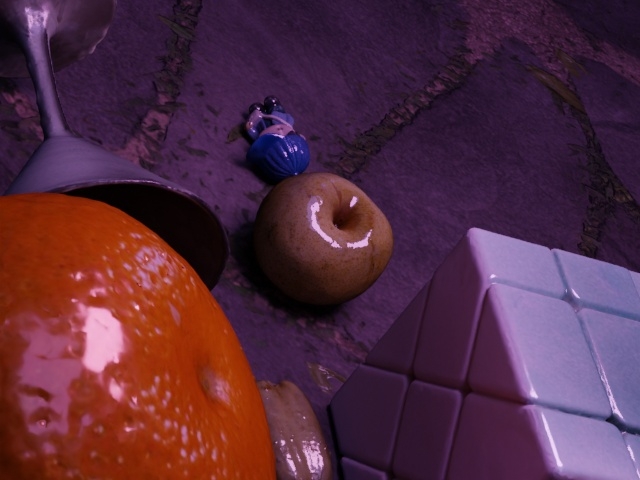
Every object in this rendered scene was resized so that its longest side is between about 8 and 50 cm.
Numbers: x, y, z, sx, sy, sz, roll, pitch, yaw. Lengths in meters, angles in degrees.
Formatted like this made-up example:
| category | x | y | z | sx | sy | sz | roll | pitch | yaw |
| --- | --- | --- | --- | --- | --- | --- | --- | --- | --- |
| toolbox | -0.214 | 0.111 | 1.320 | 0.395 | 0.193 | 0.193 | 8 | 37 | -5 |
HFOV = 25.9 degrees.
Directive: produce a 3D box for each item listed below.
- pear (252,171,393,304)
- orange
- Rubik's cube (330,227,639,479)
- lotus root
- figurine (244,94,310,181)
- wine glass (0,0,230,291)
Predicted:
| category | x | y | z | sx | sy | sz | roll | pitch | yaw |
| --- | --- | --- | --- | --- | --- | --- | --- | --- | --- |
| pear | 0.000 | 0.000 | 1.663 | 0.167 | 0.136 | 0.167 | 22 | 42 | -21 |
| orange | -0.224 | 0.169 | 1.095 | 0.424 | 0.326 | 0.424 | -21 | 90 | -75 |
| Rubik's cube | 0.235 | 0.226 | 1.452 | 0.316 | 0.319 | 0.322 | 14 | 41 | -28 |
| lotus root | -0.035 | 0.222 | 1.432 | 0.090 | 0.077 | 0.183 | 2 | 45 | -30 |
| figurine | -0.058 | -0.128 | 1.826 | 0.079 | 0.077 | 0.136 | 60 | 8 | -29 |
| wine glass | -0.273 | -0.111 | 1.447 | 0.267 | 0.267 | 0.406 | 9 | 42 | -33 |
